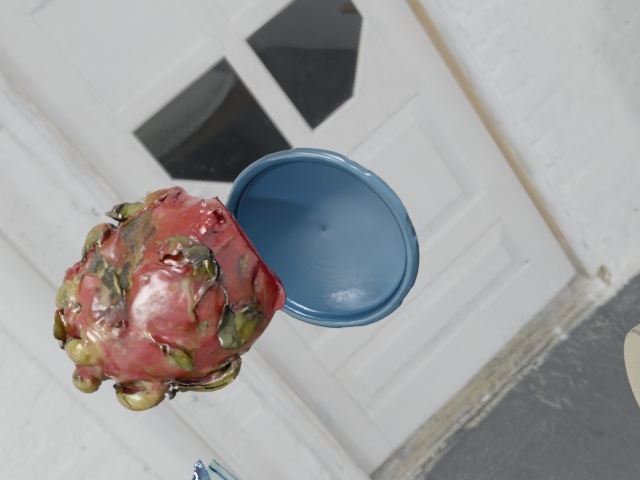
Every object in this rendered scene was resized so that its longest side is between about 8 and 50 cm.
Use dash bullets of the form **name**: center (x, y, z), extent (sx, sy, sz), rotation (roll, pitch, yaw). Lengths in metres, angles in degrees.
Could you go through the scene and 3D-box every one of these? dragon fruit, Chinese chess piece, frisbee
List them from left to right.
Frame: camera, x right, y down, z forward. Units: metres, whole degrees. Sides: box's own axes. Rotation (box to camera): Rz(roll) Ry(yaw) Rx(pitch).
- **dragon fruit**: center (-0.203, 0.086, 1.053), extent (0.291, 0.250, 0.269), rotation (-33, 37, -6)
- **frisbee**: center (0.002, -0.003, 1.136), extent (0.289, 0.289, 0.049), rotation (-22, 21, 33)
- **Chinese chess piece**: center (0.779, 0.307, 1.825), extent (0.102, 0.273, 0.273), rotation (-15, 26, -1)

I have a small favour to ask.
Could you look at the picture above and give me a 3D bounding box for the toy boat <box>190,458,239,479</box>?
- **toy boat**: center (-0.166, 0.375, 0.831), extent (0.070, 0.210, 0.292), rotation (140, 130, -58)
